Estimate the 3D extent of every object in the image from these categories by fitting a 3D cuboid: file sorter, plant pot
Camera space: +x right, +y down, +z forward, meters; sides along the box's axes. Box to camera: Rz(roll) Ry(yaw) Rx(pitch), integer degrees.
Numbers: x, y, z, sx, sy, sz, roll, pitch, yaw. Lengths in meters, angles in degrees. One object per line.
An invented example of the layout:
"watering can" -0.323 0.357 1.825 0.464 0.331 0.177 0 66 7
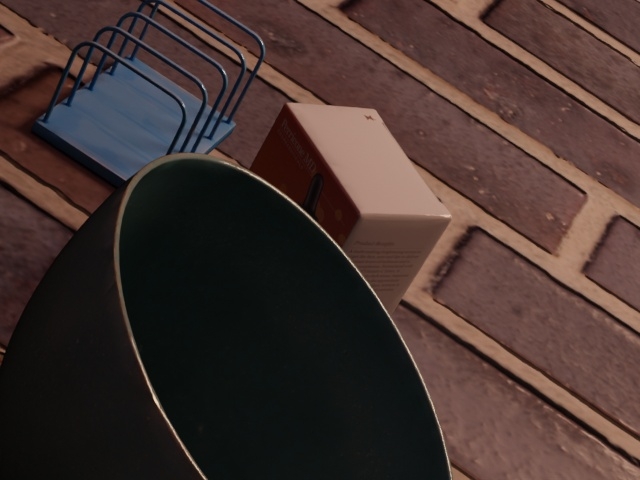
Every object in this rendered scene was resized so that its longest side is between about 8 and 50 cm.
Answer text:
"file sorter" -0.139 -0.130 1.379 0.118 0.104 0.170 33 34 5
"plant pot" -0.085 0.120 0.971 0.290 0.195 0.290 41 30 -30

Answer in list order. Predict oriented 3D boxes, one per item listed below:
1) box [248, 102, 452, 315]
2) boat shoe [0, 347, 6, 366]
"box" 0.000 0.000 1.251 0.091 0.170 0.130 1 42 -37
"boat shoe" -0.262 0.076 1.054 0.183 0.066 0.066 32 27 -16
